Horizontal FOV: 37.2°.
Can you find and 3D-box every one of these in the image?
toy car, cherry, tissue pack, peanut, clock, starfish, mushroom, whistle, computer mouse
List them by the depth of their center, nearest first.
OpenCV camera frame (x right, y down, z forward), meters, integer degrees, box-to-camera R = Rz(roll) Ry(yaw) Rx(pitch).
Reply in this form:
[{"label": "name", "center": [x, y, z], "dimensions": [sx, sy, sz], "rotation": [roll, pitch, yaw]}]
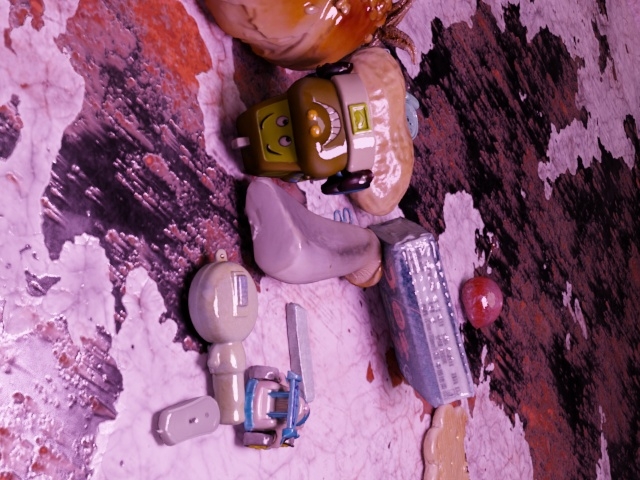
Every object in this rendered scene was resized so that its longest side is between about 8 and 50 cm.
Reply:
[{"label": "computer mouse", "center": [-0.190, 0.252, 1.327], "dimensions": [0.110, 0.032, 0.055], "rotation": [-12, 93, -46]}, {"label": "whistle", "center": [-0.137, 0.140, 1.398], "dimensions": [0.126, 0.067, 0.257], "rotation": [3, 84, -57]}, {"label": "toy car", "center": [-0.049, 0.265, 1.469], "dimensions": [0.161, 0.098, 0.126], "rotation": [34, 57, -55]}, {"label": "toy car", "center": [-0.038, -0.163, 1.487], "dimensions": [0.198, 0.248, 0.204], "rotation": [-10, 92, -18]}, {"label": "mushroom", "center": [0.000, 0.000, 1.579], "dimensions": [0.329, 0.122, 0.159], "rotation": [13, 83, -55]}, {"label": "tissue pack", "center": [0.176, 0.126, 1.753], "dimensions": [0.228, 0.103, 0.315], "rotation": [-131, -155, -77]}, {"label": "peanut", "center": [0.097, -0.200, 1.755], "dimensions": [0.149, 0.149, 0.313], "rotation": [-22, 107, -55]}, {"label": "starfish", "center": [0.106, -0.404, 1.803], "dimensions": [0.057, 0.213, 0.238], "rotation": [-24, 139, -48]}, {"label": "clock", "center": [0.163, -0.238, 1.939], "dimensions": [0.101, 0.041, 0.135], "rotation": [20, 67, -53]}, {"label": "cherry", "center": [0.364, 0.090, 2.130], "dimensions": [0.107, 0.090, 0.225], "rotation": [30, 59, -47]}]

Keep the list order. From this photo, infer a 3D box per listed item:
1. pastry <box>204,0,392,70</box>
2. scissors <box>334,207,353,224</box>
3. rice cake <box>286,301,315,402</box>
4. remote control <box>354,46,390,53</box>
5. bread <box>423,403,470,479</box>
[{"label": "pastry", "center": [-0.028, -0.474, 1.517], "dimensions": [0.410, 0.245, 0.409], "rotation": [19, 67, -52]}, {"label": "scissors", "center": [0.053, -0.001, 1.752], "dimensions": [0.058, 0.014, 0.119], "rotation": [-18, 95, -55]}, {"label": "rice cake", "center": [-0.033, 0.186, 1.577], "dimensions": [0.033, 0.029, 0.170], "rotation": [-3, 85, -50]}, {"label": "remote control", "center": [0.106, -0.361, 1.898], "dimensions": [0.124, 0.018, 0.053], "rotation": [-8, 90, -56]}, {"label": "bread", "center": [0.256, 0.459, 1.944], "dimensions": [0.182, 0.039, 0.250], "rotation": [16, 71, -54]}]
